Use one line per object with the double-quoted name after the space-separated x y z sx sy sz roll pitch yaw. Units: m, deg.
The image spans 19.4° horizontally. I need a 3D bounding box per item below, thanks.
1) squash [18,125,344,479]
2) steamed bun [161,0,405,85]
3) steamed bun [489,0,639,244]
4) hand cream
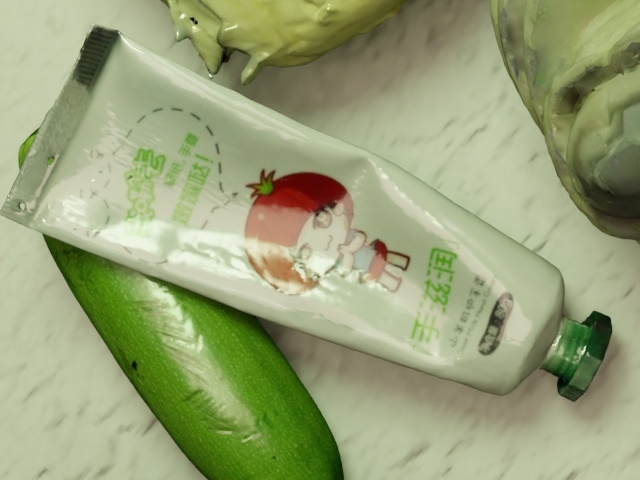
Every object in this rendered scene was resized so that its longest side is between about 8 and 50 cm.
-0.085 0.046 1.087 0.082 0.082 0.292 -37 82 10 "squash"
-0.007 -0.238 1.033 0.232 0.166 0.273 38 115 0 "steamed bun"
0.194 -0.101 0.924 0.280 0.207 0.268 49 135 2 "steamed bun"
0.000 0.000 1.038 0.336 0.076 0.121 24 98 -4 "hand cream"
